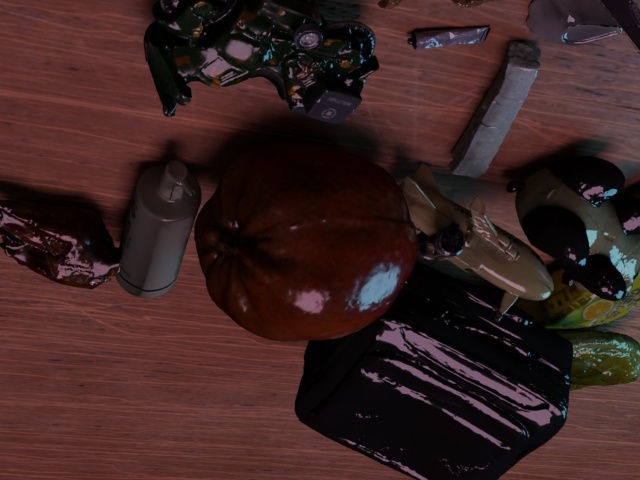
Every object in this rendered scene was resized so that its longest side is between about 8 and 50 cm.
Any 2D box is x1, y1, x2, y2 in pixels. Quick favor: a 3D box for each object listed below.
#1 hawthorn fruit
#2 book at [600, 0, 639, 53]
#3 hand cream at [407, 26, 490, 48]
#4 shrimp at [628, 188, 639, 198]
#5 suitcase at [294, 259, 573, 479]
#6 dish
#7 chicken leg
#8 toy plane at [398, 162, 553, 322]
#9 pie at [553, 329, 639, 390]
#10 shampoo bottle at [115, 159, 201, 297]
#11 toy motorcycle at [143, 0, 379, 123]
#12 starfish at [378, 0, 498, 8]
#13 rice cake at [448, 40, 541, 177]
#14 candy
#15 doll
[{"bbox_3d":[-0.017,-0.003,1.883,0.261,0.258,0.258,-26,160,-25],"label":"hawthorn fruit"},{"bbox_3d":[0.411,-0.274,1.616,0.231,0.026,0.157,-31,104,36],"label":"book"},{"bbox_3d":[0.142,-0.228,1.736,0.093,0.019,0.030,-7,151,-14],"label":"hand cream"},{"bbox_3d":[0.459,-0.048,2.127,0.178,0.034,0.124,-29,152,31],"label":"shrimp"},{"bbox_3d":[0.166,0.197,2.267,0.345,0.188,0.339,28,136,-11],"label":"suitcase"},{"bbox_3d":[0.299,-0.242,1.717,0.137,0.039,0.091,-3,151,-5],"label":"dish"},{"bbox_3d":[-0.373,-0.025,1.916,0.113,0.093,0.304,-32,137,30],"label":"chicken leg"},{"bbox_3d":[0.190,0.001,1.987,0.256,0.104,0.242,44,164,-9],"label":"toy plane"},{"bbox_3d":[0.372,0.191,2.427,0.277,0.079,0.277,2,169,0],"label":"pie"},{"bbox_3d":[-0.202,-0.022,1.953,0.085,0.085,0.262,1,151,-15],"label":"shampoo bottle"},{"bbox_3d":[-0.073,-0.193,1.638,0.274,0.125,0.187,14,136,-34],"label":"toy motorcycle"},{"bbox_3d":[0.157,-0.321,1.518,0.299,0.060,0.302,-12,158,22],"label":"starfish"},{"bbox_3d":[0.209,-0.151,1.860,0.045,0.042,0.245,11,148,-9],"label":"rice cake"},{"bbox_3d":[0.383,0.079,2.280,0.187,0.081,0.297,10,152,-43],"label":"candy"},{"bbox_3d":[0.350,-0.013,2.033,0.234,0.144,0.135,38,168,-33],"label":"doll"}]
